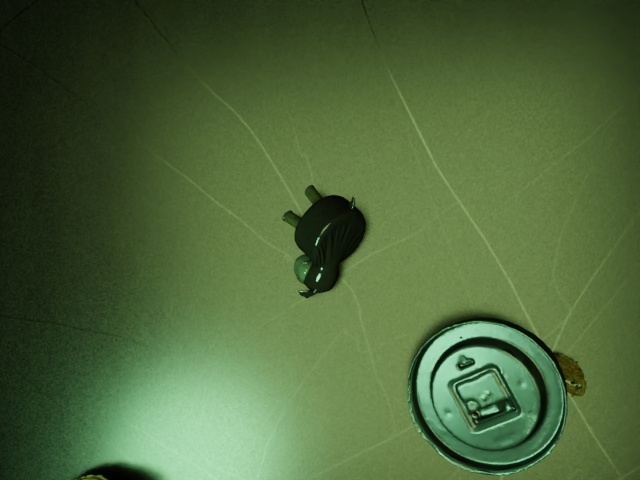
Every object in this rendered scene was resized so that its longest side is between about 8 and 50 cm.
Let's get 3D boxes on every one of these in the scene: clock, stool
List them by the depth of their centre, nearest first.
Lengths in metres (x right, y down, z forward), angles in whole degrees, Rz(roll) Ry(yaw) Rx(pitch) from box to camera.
[{"bbox_3d":[0.289,0.268,1.372,0.281,0.055,0.280,4,100,24],"label":"clock"},{"bbox_3d":[0.000,0.000,1.428,0.121,0.125,0.217,38,121,33],"label":"stool"}]

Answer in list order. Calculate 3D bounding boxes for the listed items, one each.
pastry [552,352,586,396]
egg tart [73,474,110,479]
[{"bbox_3d":[0.399,0.228,1.390,0.140,0.080,0.056,13,122,9],"label":"pastry"},{"bbox_3d":[-0.414,0.585,1.453,0.291,0.107,0.290,-8,71,26],"label":"egg tart"}]
